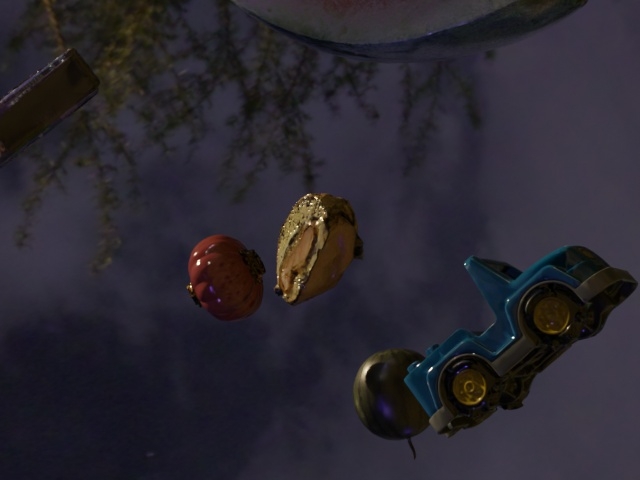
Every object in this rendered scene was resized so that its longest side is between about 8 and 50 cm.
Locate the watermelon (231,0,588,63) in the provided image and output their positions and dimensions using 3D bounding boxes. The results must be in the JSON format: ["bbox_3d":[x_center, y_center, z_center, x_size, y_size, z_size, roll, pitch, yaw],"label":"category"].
[{"bbox_3d":[0.043,-0.210,0.655,0.175,0.188,0.322,31,-140,-42],"label":"watermelon"}]

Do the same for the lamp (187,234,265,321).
[{"bbox_3d":[-0.112,0.045,1.214,0.108,0.092,0.107,61,-171,-17],"label":"lamp"}]

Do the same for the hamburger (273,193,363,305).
[{"bbox_3d":[0.003,0.002,1.316,0.102,0.176,0.087,-15,-129,-37],"label":"hamburger"}]

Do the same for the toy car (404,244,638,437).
[{"bbox_3d":[0.143,0.066,0.791,0.100,0.191,0.097,54,-160,22],"label":"toy car"}]

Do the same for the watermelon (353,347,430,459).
[{"bbox_3d":[0.094,0.194,1.207,0.105,0.105,0.133,-7,-97,-48],"label":"watermelon"}]

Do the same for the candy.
[{"bbox_3d":[-0.383,-0.100,1.141,0.312,0.088,0.061,-40,-78,-6],"label":"candy"}]
